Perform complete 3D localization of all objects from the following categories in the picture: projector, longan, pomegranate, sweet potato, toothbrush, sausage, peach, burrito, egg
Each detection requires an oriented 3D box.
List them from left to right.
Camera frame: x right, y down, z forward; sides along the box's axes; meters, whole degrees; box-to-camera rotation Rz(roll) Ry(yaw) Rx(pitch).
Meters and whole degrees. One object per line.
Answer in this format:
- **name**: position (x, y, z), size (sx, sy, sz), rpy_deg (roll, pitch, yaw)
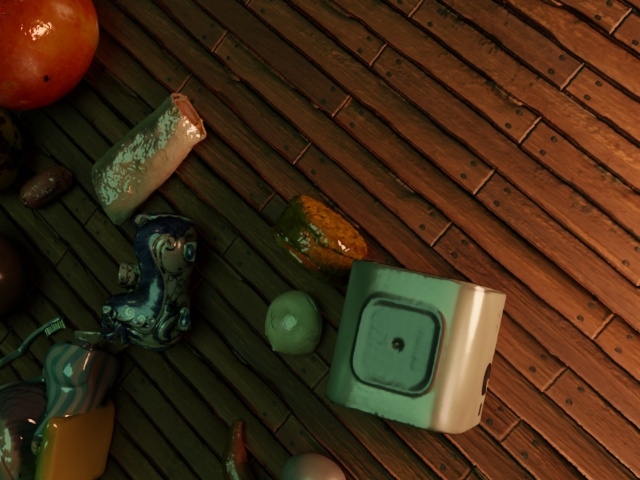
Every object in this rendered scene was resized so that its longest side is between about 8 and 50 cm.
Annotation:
- **longan**: position (-0.813, 0.080, 1.827), size (0.300, 0.300, 0.243), rpy_deg (14, 113, 23)
- **pomegranate**: position (-0.818, -0.223, 1.914), size (0.242, 0.306, 0.242), rpy_deg (-5, 109, -15)
- **toothbrush**: position (-0.739, 0.279, 1.905), size (0.375, 0.028, 0.037), rpy_deg (-32, 81, 16)
- **peach**: position (-0.689, -0.471, 1.782), size (0.388, 0.388, 0.388), rpy_deg (-2, 83, 22)
- **sausage**: position (-0.643, -0.123, 1.883), size (0.141, 0.076, 0.076), rpy_deg (-32, 73, 20)
- **burrito**: position (-0.385, -0.184, 1.768), size (0.299, 0.105, 0.143), rpy_deg (-44, 74, 11)
- **sweet potato**: position (-0.147, 0.518, 1.612), size (0.066, 0.072, 0.314), rpy_deg (-17, 75, -2)
- **egg**: position (-0.013, 0.461, 1.542), size (0.135, 0.103, 0.103), rpy_deg (24, 94, 24)
- **projector**: position (0.170, 0.180, 1.418), size (0.248, 0.248, 0.249), rpy_deg (11, 89, 23)

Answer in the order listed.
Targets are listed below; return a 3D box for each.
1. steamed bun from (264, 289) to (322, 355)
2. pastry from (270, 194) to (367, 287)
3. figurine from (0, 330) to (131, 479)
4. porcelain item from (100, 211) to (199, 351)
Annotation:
- **steamed bun**: position (-0.053, 0.163, 1.598), size (0.112, 0.091, 0.130), rpy_deg (2, 85, 21)
- **pastry**: position (0.000, 0.000, 1.551), size (0.189, 0.188, 0.103), rpy_deg (43, 104, 21)
- **figurine**: position (-0.647, 0.348, 1.731), size (0.377, 0.266, 0.361), rpy_deg (10, 75, 15)
- **porcelain item**: position (-0.349, 0.083, 1.675), size (0.186, 0.138, 0.288), rpy_deg (6, 92, -7)
